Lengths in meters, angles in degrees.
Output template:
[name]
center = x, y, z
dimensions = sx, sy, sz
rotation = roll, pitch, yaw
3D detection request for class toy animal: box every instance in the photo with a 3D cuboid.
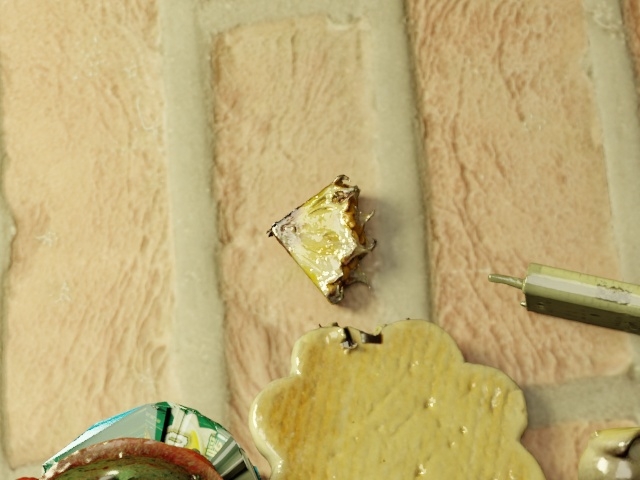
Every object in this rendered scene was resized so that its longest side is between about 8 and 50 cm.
[toy animal]
center = 0.372, 0.262, 1.929
dimensions = 0.168, 0.121, 0.233
rotation = -38, 78, 11

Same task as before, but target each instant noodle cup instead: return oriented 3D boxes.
[instant noodle cup]
center = -0.148, 0.296, 1.948
dimensions = 0.240, 0.178, 0.240
rotation = -3, 70, 9

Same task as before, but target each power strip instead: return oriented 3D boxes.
[power strip]
center = 0.303, 0.066, 2.019
dimensions = 0.268, 0.092, 0.034
rotation = 12, 76, 13

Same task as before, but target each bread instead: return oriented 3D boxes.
[bread]
center = 0.079, 0.219, 1.972
dimensions = 0.316, 0.054, 0.316
rotation = 7, 64, -14

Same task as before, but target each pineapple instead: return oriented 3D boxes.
[pineapple]
center = 0.000, 0.000, 2.101
dimensions = 0.116, 0.069, 0.137
rotation = 3, 72, 9

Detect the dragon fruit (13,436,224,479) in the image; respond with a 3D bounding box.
[dragon fruit]
center = -0.188, 0.310, 1.792
dimensions = 0.295, 0.130, 0.268
rotation = -35, 73, -4
